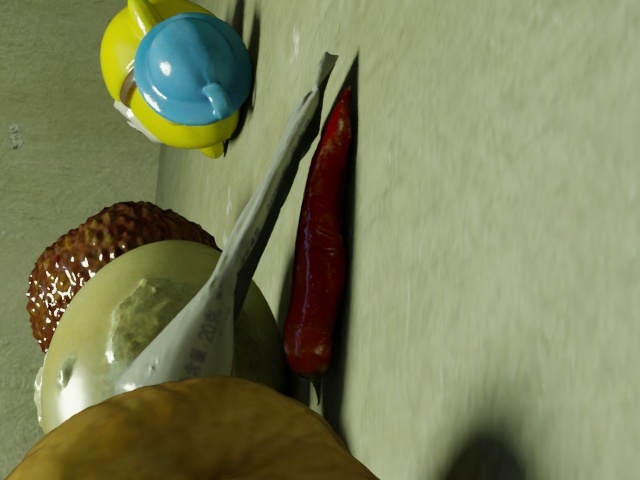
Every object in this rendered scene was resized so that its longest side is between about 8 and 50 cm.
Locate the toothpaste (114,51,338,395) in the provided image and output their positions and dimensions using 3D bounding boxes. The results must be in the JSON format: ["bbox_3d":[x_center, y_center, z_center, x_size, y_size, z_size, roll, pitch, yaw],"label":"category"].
[{"bbox_3d":[-0.053,0.032,0.754,0.099,0.068,0.282,-10,49,56],"label":"toothpaste"}]

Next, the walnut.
[{"bbox_3d":[-0.049,0.155,0.477,0.195,0.195,0.221,-94,16,-45],"label":"walnut"}]

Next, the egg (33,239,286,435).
[{"bbox_3d":[-0.098,0.090,0.867,0.164,0.164,0.201,107,171,-48],"label":"egg"}]

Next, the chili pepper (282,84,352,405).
[{"bbox_3d":[0.000,0.000,0.733,0.045,0.027,0.178,163,115,-80],"label":"chili pepper"}]

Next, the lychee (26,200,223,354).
[{"bbox_3d":[-0.164,0.057,1.192,0.194,0.194,0.194,-174,90,-80],"label":"lychee"}]

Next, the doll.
[{"bbox_3d":[-0.139,-0.164,1.377,0.199,0.145,0.363,58,173,-21],"label":"doll"}]
